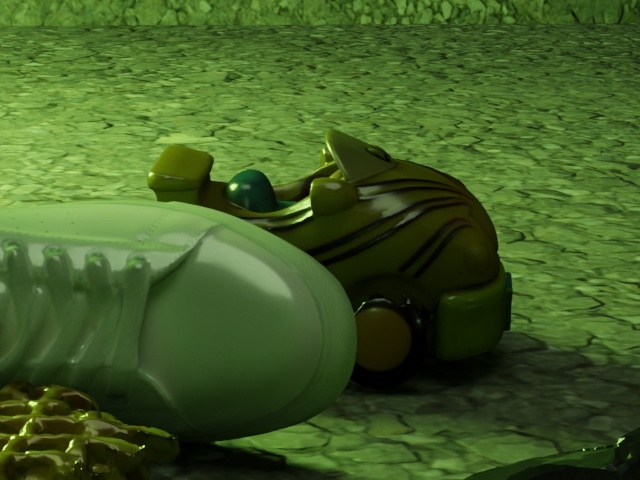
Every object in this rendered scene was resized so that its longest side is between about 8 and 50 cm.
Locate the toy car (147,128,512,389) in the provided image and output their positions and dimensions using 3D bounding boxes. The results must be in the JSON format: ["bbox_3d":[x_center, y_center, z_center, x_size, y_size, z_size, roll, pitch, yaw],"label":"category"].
[{"bbox_3d":[0.000,0.000,1.201,0.248,0.142,0.200,0,14,1],"label":"toy car"}]

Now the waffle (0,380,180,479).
[{"bbox_3d":[-0.179,0.114,0.858,0.197,0.070,0.193,9,14,37],"label":"waffle"}]

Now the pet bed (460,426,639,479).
[{"bbox_3d":[0.073,0.142,0.462,0.159,0.183,0.211,-21,-8,42],"label":"pet bed"}]

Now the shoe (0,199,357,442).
[{"bbox_3d":[-0.170,0.036,0.999,0.363,0.132,0.160,3,-3,20],"label":"shoe"}]
